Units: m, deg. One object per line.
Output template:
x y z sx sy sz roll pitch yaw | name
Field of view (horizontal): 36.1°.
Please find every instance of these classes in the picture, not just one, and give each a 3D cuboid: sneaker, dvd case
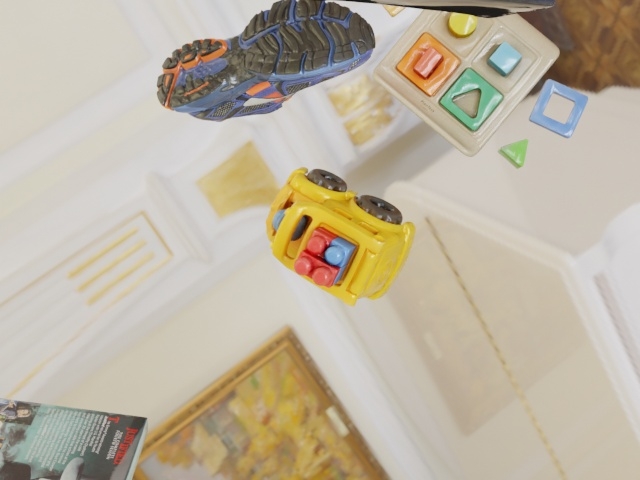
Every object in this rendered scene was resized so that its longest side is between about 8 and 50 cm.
-0.046 -0.166 0.936 0.087 0.221 0.083 28 -123 -58 | sneaker
-0.147 0.105 0.452 0.087 0.119 0.013 -84 0 -62 | dvd case

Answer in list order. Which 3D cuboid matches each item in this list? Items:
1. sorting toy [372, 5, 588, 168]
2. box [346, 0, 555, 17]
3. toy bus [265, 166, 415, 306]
0.194 -0.240 1.311 0.348 0.196 0.047 40 180 2 | sorting toy
0.078 -0.242 0.675 0.093 0.156 0.158 -161 72 -67 | box
0.000 0.000 1.437 0.220 0.149 0.211 30 -160 16 | toy bus
